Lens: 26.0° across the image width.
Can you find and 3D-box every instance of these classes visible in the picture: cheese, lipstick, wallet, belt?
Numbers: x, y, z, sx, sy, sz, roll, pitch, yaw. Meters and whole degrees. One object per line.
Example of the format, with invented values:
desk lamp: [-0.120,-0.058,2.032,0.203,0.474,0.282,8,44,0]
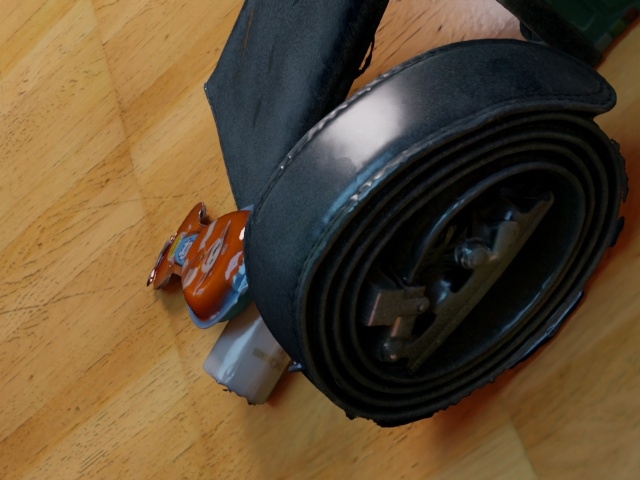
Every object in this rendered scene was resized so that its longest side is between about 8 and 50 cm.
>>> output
cheese: [-0.089,0.013,1.099,0.106,0.037,0.256,-61,21,-6]
lipstick: [0.000,0.000,1.050,0.059,0.059,0.264,33,91,48]
wallet: [-0.002,-0.188,1.048,0.379,0.046,0.190,118,147,-43]
belt: [0.077,-0.013,0.874,0.267,0.206,0.116,-43,42,1]

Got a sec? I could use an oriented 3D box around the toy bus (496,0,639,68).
toy bus: [0.141,-0.254,1.010,0.147,0.128,0.256,-46,45,15]
